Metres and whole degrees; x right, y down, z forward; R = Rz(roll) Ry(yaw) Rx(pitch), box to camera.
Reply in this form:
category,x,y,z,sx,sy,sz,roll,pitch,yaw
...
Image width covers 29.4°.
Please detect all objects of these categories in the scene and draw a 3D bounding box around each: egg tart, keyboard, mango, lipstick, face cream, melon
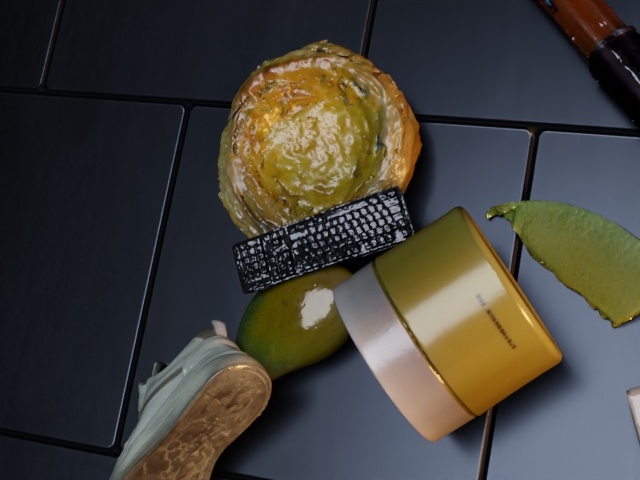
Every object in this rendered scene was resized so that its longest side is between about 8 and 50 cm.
category,x,y,z,sx,sy,sz,roll,pitch,yaw
egg tart,-0.006,-0.115,1.594,0.290,0.107,0.291,-3,79,16
keyboard,0.000,0.000,1.508,0.231,0.023,0.072,-19,76,13
mango,-0.030,0.105,1.556,0.130,0.092,0.195,46,103,22
lipstick,0.335,-0.270,1.523,0.077,0.077,0.418,-37,66,8
face cream,0.148,0.096,1.417,0.179,0.218,0.218,-34,67,8
melon,0.317,0.018,1.482,0.261,0.053,0.114,32,107,28

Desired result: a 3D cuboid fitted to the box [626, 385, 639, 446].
category,x,y,z,sx,sy,sz,roll,pitch,yaw
box,0.486,0.213,1.343,0.259,0.071,0.168,-19,70,16

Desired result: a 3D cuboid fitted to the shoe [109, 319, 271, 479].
category,x,y,z,sx,sy,sz,roll,pitch,yaw
shoe,-0.188,0.229,1.560,0.316,0.124,0.159,-49,39,21
